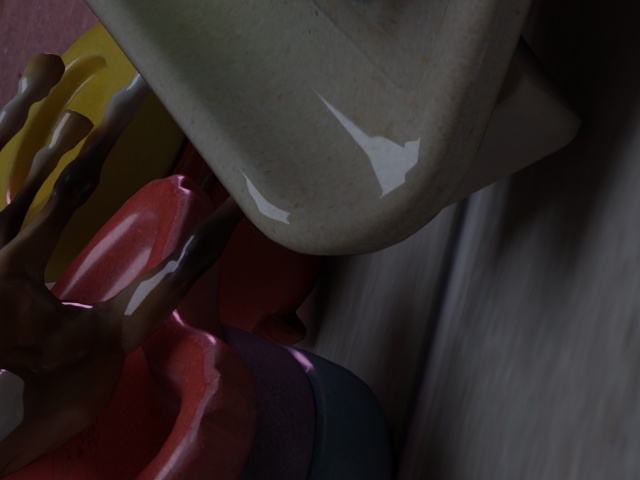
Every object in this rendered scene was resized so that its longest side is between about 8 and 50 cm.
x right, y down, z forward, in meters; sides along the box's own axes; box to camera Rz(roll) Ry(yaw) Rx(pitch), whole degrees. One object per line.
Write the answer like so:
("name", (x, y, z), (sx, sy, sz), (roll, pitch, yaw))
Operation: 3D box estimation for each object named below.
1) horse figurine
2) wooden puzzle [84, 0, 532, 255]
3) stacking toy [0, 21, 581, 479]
("horse figurine", (-0.107, 0.016, 0.491), (0.174, 0.066, 0.263), (-56, 29, -16))
("wooden puzzle", (-0.021, -0.220, 0.399), (0.322, 0.080, 0.348), (52, 129, 45))
("stacking toy", (0.000, 0.000, 0.551), (0.279, 0.130, 0.309), (-40, 31, 25))
